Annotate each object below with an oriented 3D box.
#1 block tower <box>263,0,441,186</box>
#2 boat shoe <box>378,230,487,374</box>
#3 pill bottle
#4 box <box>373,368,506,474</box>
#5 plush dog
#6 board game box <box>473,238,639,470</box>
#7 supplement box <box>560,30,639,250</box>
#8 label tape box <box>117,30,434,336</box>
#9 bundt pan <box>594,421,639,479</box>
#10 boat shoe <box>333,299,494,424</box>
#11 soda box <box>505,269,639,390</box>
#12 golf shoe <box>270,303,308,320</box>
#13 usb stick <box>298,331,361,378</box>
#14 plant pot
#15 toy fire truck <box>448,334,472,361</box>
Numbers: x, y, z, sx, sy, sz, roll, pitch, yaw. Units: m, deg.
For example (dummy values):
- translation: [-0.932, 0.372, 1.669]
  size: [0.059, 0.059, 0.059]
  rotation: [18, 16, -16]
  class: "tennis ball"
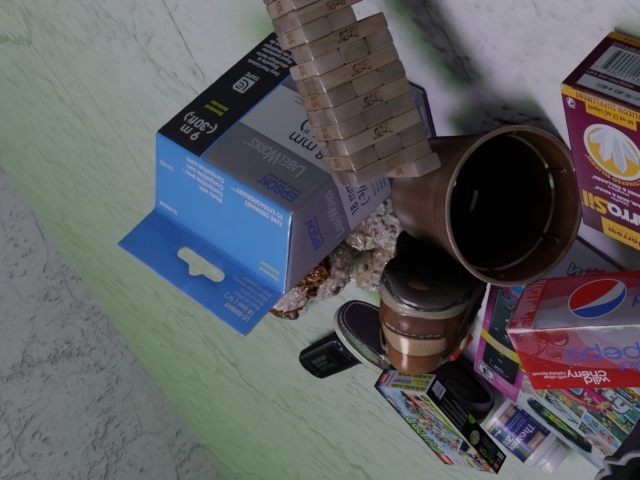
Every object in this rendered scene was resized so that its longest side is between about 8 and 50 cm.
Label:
- translation: [0.010, -0.211, 1.175]
  size: [0.336, 0.097, 0.091]
  rotation: [67, 166, -11]
  class: "block tower"
- translation: [0.128, 0.066, 1.342]
  size: [0.122, 0.324, 0.120]
  rotation: [13, 105, 16]
  class: "boat shoe"
- translation: [0.309, 0.294, 1.733]
  size: [0.120, 0.067, 0.067]
  rotation: [41, 159, 13]
  class: "pill bottle"
- translation: [0.183, 0.275, 1.760]
  size: [0.114, 0.036, 0.207]
  rotation: [-1, 138, 50]
  class: "box"
- translation: [0.000, 0.000, 1.552]
  size: [0.210, 0.225, 0.262]
  rotation: [43, 160, 7]
  class: "plush dog"
- translation: [0.306, 0.131, 1.394]
  size: [0.224, 0.097, 0.303]
  rotation: [38, 157, 21]
  class: "board game box"
- translation: [0.289, -0.081, 1.041]
  size: [0.104, 0.081, 0.188]
  rotation: [29, 154, 38]
  class: "supplement box"
- translation: [-0.064, -0.083, 1.362]
  size: [0.240, 0.333, 0.106]
  rotation: [31, 155, 34]
  class: "label tape box"
- translation: [0.477, 0.289, 1.272]
  size: [0.330, 0.124, 0.331]
  rotation: [29, 155, 16]
  class: "bundt pan"
- translation: [0.150, 0.177, 1.787]
  size: [0.285, 0.103, 0.092]
  rotation: [38, 152, 7]
  class: "boat shoe"
- translation: [0.324, 0.086, 1.142]
  size: [0.263, 0.083, 0.092]
  rotation: [-6, 127, 35]
  class: "soda box"
- translation: [-0.056, 0.093, 2.086]
  size: [0.093, 0.077, 0.198]
  rotation: [30, 163, 2]
  class: "golf shoe"
- translation: [0.021, 0.216, 2.186]
  size: [0.077, 0.045, 0.278]
  rotation: [40, 160, -4]
  class: "usb stick"
- translation: [0.166, -0.046, 1.254]
  size: [0.167, 0.167, 0.165]
  rotation: [54, 165, -22]
  class: "plant pot"
- translation: [0.173, 0.097, 1.656]
  size: [0.135, 0.047, 0.192]
  rotation: [44, 159, 5]
  class: "toy fire truck"
